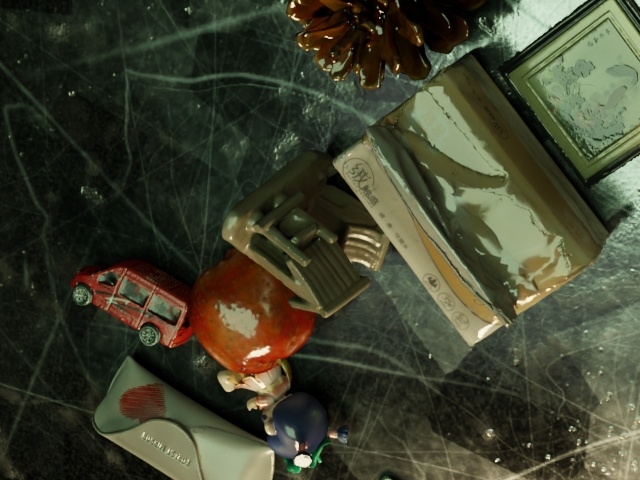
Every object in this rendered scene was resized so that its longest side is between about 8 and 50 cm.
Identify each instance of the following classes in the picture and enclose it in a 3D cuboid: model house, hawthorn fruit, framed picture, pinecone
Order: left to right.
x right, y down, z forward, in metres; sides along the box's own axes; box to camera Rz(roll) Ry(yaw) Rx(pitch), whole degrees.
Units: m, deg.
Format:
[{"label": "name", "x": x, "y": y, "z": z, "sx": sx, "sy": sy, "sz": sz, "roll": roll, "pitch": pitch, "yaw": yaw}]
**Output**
[{"label": "hawthorn fruit", "x": -0.084, "y": 0.107, "z": 1.964, "sx": 0.179, "sy": 0.179, "sz": 0.200, "roll": -42, "pitch": 74, "yaw": 30}, {"label": "model house", "x": -0.006, "y": 0.001, "z": 1.873, "sx": 0.188, "sy": 0.229, "sz": 0.122, "roll": 41, "pitch": 138, "yaw": 12}, {"label": "pinecone", "x": 0.074, "y": -0.299, "z": 1.719, "sx": 0.264, "sy": 0.264, "sz": 0.264, "roll": 8, "pitch": 111, "yaw": 23}, {"label": "framed picture", "x": 0.346, "y": -0.190, "z": 1.758, "sx": 0.195, "sy": 0.010, "sz": 0.199, "roll": -37, "pitch": 90, "yaw": 30}]

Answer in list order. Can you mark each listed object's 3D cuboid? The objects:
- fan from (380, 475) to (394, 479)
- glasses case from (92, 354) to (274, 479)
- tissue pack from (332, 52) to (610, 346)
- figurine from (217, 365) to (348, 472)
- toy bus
[{"label": "fan", "x": 0.168, "y": 0.394, "z": 2.043, "sx": 0.193, "sy": 0.016, "sz": 0.038, "roll": 24, "pitch": 114, "yaw": 17}, {"label": "glasses case", "x": -0.210, "y": 0.299, "z": 2.149, "sx": 0.308, "sy": 0.083, "sz": 0.128, "roll": 30, "pitch": 118, "yaw": 13}, {"label": "tissue pack", "x": 0.173, "y": -0.041, "z": 1.769, "sx": 0.238, "sy": 0.238, "sz": 0.305, "roll": -37, "pitch": 90, "yaw": 30}, {"label": "figurine", "x": -0.058, "y": 0.245, "z": 2.045, "sx": 0.195, "sy": 0.111, "sz": 0.102, "roll": 52, "pitch": 141, "yaw": 0}, {"label": "toy bus", "x": -0.274, "y": 0.081, "z": 2.109, "sx": 0.195, "sy": 0.081, "sz": 0.089, "roll": 29, "pitch": 108, "yaw": 14}]
